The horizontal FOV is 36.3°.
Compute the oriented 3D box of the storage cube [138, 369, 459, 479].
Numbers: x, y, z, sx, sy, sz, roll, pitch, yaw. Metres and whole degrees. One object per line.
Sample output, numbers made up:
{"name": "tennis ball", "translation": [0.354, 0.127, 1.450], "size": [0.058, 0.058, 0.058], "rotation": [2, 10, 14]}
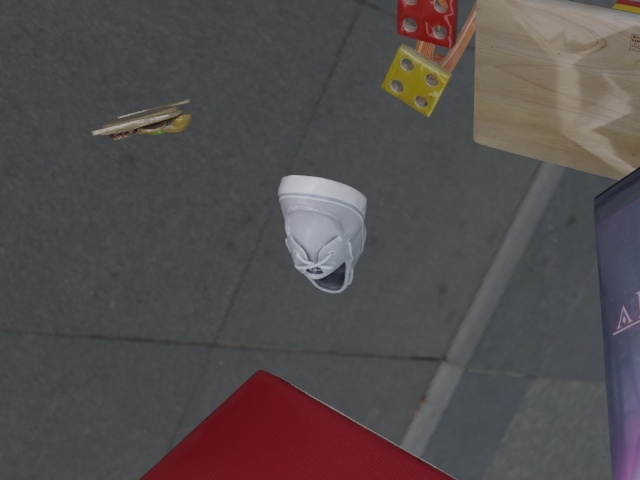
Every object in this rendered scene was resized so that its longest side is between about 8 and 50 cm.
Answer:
{"name": "storage cube", "translation": [-0.015, 0.219, 0.536], "size": [0.193, 0.215, 0.183], "rotation": [-41, 123, -20]}

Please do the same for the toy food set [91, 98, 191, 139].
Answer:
{"name": "toy food set", "translation": [-0.252, -0.163, 1.409], "size": [0.132, 0.192, 0.038], "rotation": [-13, 103, 5]}

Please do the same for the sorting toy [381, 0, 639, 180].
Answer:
{"name": "sorting toy", "translation": [0.174, -0.122, 0.714], "size": [0.046, 0.274, 0.132], "rotation": [-52, 148, -38]}

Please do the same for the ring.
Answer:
{"name": "ring", "translation": [0.192, -0.341, 1.339], "size": [0.336, 0.032, 0.336], "rotation": [-57, 165, -23]}

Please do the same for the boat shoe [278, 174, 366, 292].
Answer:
{"name": "boat shoe", "translation": [0.000, 0.000, 0.779], "size": [0.184, 0.066, 0.063], "rotation": [82, 17, -75]}

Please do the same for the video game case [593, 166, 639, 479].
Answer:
{"name": "video game case", "translation": [0.189, 0.050, 0.381], "size": [0.026, 0.274, 0.196], "rotation": [22, 143, -22]}
